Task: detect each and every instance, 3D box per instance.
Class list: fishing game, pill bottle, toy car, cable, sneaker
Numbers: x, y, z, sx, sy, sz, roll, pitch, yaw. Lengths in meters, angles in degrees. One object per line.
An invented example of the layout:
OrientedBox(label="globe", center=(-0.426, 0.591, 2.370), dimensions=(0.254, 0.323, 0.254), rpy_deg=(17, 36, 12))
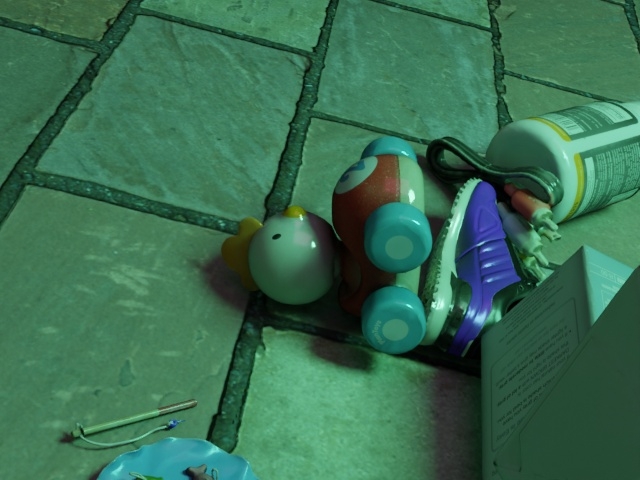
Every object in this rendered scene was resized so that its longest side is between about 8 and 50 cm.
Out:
OrientedBox(label="fishing game", center=(-0.126, 0.252, 0.853), dimensions=(0.189, 0.041, 0.264), rpy_deg=(-9, 45, -32))
OrientedBox(label="pill bottle", center=(0.392, -0.122, 1.378), dimensions=(0.278, 0.162, 0.162), rpy_deg=(-16, 49, -35))
OrientedBox(label="toy car", center=(0.000, 0.000, 1.084), dimensions=(0.238, 0.210, 0.219), rpy_deg=(0, 30, 0))
OrientedBox(label="cable", center=(0.236, -0.076, 1.292), dimensions=(0.072, 0.139, 0.287), rpy_deg=(-24, 50, -27))
OrientedBox(label="sneaker", center=(0.213, 0.045, 1.175), dimensions=(0.146, 0.102, 0.293), rpy_deg=(20, 46, 2))

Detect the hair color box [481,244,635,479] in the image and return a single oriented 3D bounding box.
OrientedBox(label="hair color box", center=(0.251, 0.206, 0.881), dimensions=(0.114, 0.185, 0.374), rpy_deg=(25, 43, -14))

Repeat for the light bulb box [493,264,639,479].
OrientedBox(label="light bulb box", center=(0.384, 0.203, 0.628), dimensions=(0.361, 0.225, 0.358), rpy_deg=(-3, 45, -31))
